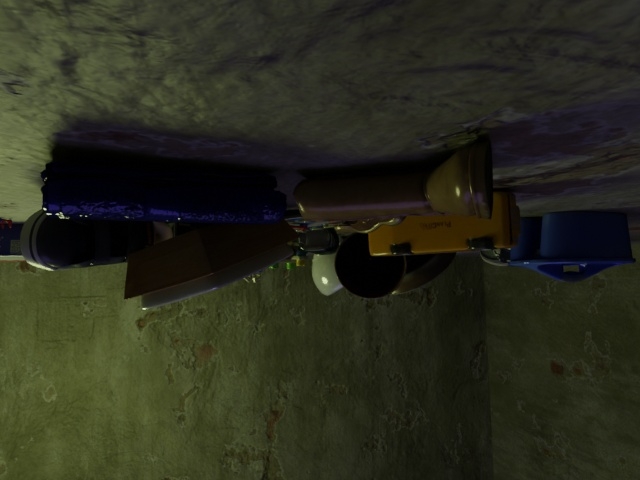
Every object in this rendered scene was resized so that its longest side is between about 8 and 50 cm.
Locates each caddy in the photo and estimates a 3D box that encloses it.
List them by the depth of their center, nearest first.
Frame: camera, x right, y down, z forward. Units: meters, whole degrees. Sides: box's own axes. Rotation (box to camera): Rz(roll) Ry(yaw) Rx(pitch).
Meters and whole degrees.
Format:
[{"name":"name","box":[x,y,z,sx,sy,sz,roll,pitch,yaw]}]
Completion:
[{"name":"caddy","box":[0.674,0.025,1.280,0.342,0.179,0.241,1,176,-23]}]

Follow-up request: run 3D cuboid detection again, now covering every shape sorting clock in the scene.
[{"name":"shape sorting clock","box":[-0.040,-0.040,1.150,0.206,0.040,0.206,-1,176,0]}]

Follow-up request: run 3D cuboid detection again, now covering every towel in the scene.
[{"name":"towel","box":[-0.226,-0.065,0.685,0.308,0.076,0.228,1,-178,-29]}]

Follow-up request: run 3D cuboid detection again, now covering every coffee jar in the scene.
[{"name":"coffee jar","box":[0.000,0.000,1.403,0.096,0.079,0.184,-4,174,11]}]

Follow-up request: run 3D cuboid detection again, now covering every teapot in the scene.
[{"name":"teapot","box":[0.060,0.072,1.752,0.256,0.187,0.252,-34,178,29]}]

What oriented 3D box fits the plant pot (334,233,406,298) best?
[{"name":"plant pot","box":[0.168,0.054,1.522,0.216,0.215,0.230,-2,-171,11]}]

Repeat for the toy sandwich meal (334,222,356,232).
[{"name":"toy sandwich meal","box":[0.077,-0.039,1.273,0.086,0.029,0.085,2,172,0]}]

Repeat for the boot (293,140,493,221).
[{"name":"boot","box":[0.091,-0.063,0.644,0.270,0.089,0.236,-1,175,18]}]

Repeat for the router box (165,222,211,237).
[{"name":"router box","box":[-0.332,0.003,1.342,0.243,0.080,0.309,-6,173,43]}]

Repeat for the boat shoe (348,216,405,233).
[{"name":"boat shoe","box":[0.101,-0.058,0.913,0.060,0.064,0.178,33,161,-18]}]

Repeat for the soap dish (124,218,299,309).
[{"name":"soap dish","box":[-0.211,0.027,0.939,0.229,0.118,0.291,-17,-176,30]}]

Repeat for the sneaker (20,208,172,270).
[{"name":"sneaker","box":[-0.404,-0.014,0.906,0.128,0.126,0.321,2,-173,11]}]

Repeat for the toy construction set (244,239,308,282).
[{"name":"toy construction set","box":[-0.186,0.042,1.568,0.215,0.151,0.328,3,163,-42]}]

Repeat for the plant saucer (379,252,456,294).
[{"name":"plant saucer","box":[0.309,0.066,1.610,0.311,0.050,0.310,-30,-162,11]}]

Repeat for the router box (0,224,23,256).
[{"name":"router box","box":[-0.940,0.012,1.296,0.336,0.082,0.301,0,175,-17]}]

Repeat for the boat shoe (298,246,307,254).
[{"name":"boat shoe","box":[-0.086,0.036,1.830,0.084,0.079,0.233,-6,175,29]}]

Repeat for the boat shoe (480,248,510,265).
[{"name":"boat shoe","box":[0.615,0.008,1.561,0.158,0.127,0.340,15,167,-22]}]

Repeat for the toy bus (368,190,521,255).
[{"name":"toy bus","box":[0.248,-0.026,0.984,0.333,0.108,0.130,-6,174,45]}]

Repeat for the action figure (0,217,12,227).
[{"name":"action figure","box":[-0.750,-0.041,1.053,0.038,0.030,0.115,3,175,18]}]
